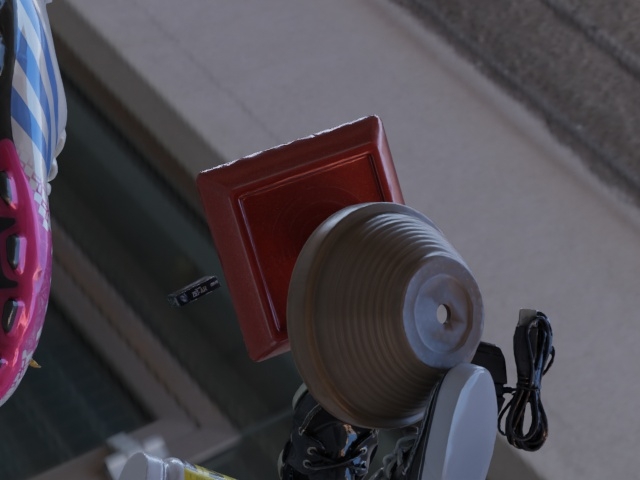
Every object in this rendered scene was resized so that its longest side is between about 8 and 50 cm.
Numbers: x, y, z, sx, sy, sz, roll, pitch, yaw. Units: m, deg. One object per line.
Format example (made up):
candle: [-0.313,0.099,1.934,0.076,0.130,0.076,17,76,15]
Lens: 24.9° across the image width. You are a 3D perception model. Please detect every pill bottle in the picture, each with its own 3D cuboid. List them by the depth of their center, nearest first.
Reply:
pill bottle: [-0.213,0.416,2.313,0.119,0.208,0.119,-40,-143,39]

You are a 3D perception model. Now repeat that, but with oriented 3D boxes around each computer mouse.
computer mouse: [0.168,0.173,1.918,0.272,0.072,0.188,5,-85,30]

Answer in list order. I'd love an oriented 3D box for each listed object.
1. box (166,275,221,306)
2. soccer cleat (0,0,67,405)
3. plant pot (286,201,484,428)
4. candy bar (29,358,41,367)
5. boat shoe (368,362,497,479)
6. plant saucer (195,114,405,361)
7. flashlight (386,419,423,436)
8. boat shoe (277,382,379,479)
box: [-0.184,0.074,2.098,0.018,0.067,0.083,64,-14,-5]
soccer cleat: [-0.227,-0.042,1.037,0.116,0.143,0.331,2,-89,15]
plant pot: [0.089,0.075,1.487,0.109,0.237,0.237,-6,-77,51]
candy bar: [-0.294,0.060,1.183,0.161,0.018,0.040,31,-9,27]
boat shoe: [0.106,0.256,1.491,0.105,0.113,0.306,21,-58,30]
plant saucer: [0.000,0.000,1.846,0.048,0.258,0.259,-154,-133,-71]
flashlight: [0.068,0.093,1.701,0.304,0.103,0.103,-102,168,-51]
boat shoe: [0.013,0.276,1.862,0.340,0.127,0.113,118,-27,-52]
